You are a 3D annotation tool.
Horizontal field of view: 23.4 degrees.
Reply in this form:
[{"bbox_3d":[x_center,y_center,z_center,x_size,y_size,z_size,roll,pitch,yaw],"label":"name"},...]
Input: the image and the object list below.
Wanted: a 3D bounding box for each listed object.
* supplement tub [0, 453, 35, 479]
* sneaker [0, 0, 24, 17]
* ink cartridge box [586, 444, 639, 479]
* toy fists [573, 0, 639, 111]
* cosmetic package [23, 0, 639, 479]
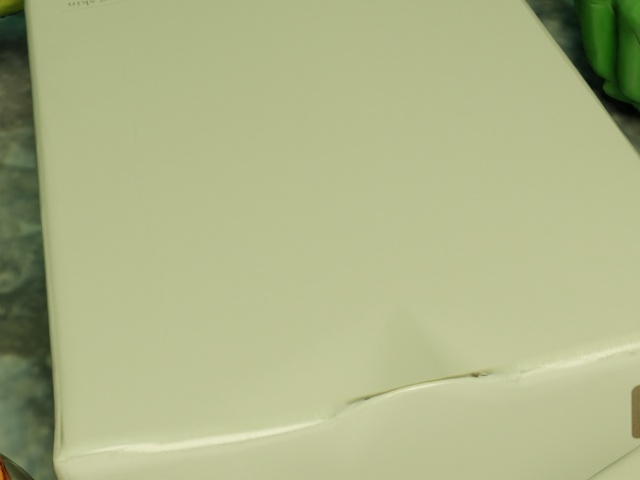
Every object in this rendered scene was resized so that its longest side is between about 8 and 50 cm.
[{"bbox_3d":[-0.130,0.144,0.508,0.117,0.190,0.117,-3,43,3],"label":"supplement tub"},{"bbox_3d":[-0.248,-0.140,0.825,0.384,0.145,0.147,-8,48,35],"label":"sneaker"},{"bbox_3d":[0.114,0.200,0.366,0.197,0.114,0.273,-39,61,23],"label":"ink cartridge box"},{"bbox_3d":[0.223,-0.087,0.782,0.142,0.096,0.279,-10,42,-19],"label":"toy fists"},{"bbox_3d":[0.000,0.000,0.629,0.217,0.156,0.385,-10,36,-4],"label":"cosmetic package"}]
